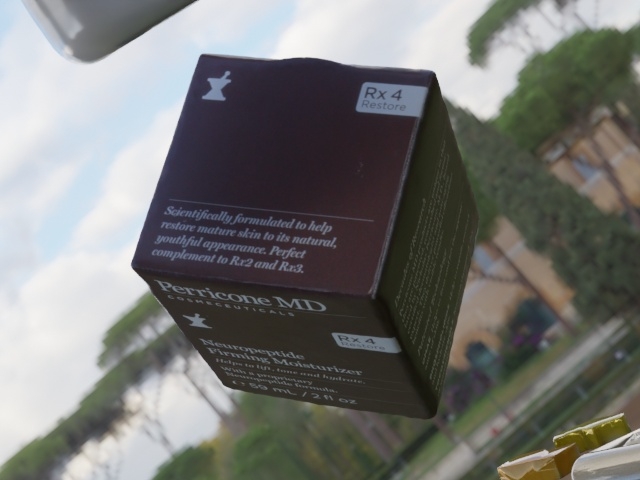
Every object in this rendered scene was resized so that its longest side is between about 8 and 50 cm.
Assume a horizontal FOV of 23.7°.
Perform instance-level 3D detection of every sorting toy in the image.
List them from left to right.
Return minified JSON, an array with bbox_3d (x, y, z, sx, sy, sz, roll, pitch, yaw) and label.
[{"bbox_3d":[0.296,0.142,1.157,0.229,0.041,0.307,-20,-1,-43],"label":"sorting toy"}]

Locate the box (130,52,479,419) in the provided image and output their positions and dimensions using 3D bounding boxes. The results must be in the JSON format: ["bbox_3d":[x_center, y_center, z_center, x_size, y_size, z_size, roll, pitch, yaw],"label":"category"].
[{"bbox_3d":[0.000,0.000,1.040,0.203,0.168,0.167,61,-140,-58],"label":"box"}]

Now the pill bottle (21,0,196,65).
[{"bbox_3d":[-0.146,-0.317,0.801,0.229,0.408,0.229,-31,10,6],"label":"pill bottle"}]
